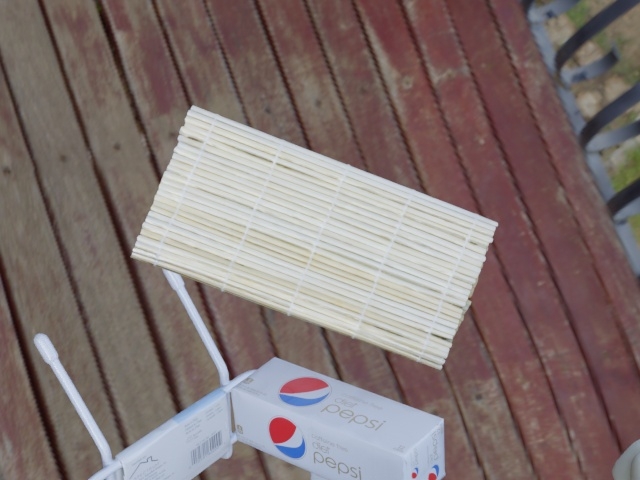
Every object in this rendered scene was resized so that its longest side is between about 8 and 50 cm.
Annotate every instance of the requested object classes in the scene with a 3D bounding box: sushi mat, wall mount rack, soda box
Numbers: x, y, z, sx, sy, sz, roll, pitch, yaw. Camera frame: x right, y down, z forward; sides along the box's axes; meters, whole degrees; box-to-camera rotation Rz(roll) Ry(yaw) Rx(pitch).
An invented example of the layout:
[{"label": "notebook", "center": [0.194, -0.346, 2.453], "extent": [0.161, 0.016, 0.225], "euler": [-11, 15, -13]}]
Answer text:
[{"label": "sushi mat", "center": [0.000, 0.000, 1.009], "extent": [0.316, 0.019, 0.151], "euler": [20, 86, -9]}, {"label": "wall mount rack", "center": [-0.228, 0.218, 1.431], "extent": [0.130, 0.304, 0.350], "euler": [28, 44, 34]}, {"label": "soda box", "center": [0.015, 0.188, 1.083], "extent": [0.074, 0.216, 0.069], "euler": [-32, 126, -44]}]

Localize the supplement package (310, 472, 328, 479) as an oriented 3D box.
[{"label": "supplement package", "center": [0.049, 0.391, 1.416], "extent": [0.105, 0.105, 0.179], "euler": [2, 95, -52]}]

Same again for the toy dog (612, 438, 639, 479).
[{"label": "toy dog", "center": [0.664, 0.515, 1.816], "extent": [0.284, 0.395, 0.408], "euler": [16, 46, 2]}]
